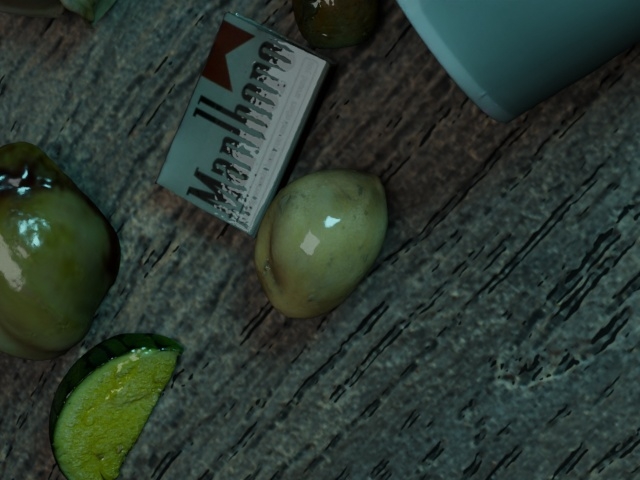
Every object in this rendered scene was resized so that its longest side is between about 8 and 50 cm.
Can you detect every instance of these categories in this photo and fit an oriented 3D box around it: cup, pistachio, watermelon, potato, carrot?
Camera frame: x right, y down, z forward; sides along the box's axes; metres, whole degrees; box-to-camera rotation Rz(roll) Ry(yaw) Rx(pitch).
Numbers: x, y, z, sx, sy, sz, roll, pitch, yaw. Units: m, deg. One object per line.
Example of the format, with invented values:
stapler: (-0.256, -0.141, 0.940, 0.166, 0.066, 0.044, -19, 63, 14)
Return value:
cup: (0.176, -0.305, 1.000, 0.274, 0.259, 0.357, -30, 54, 19)
pistachio: (-0.274, 0.011, 1.242, 0.130, 0.165, 0.210, 19, 121, 56)
watermelon: (-0.218, 0.155, 1.286, 0.092, 0.075, 0.181, 18, 108, -28)
potato: (0.000, 0.003, 1.152, 0.112, 0.112, 0.147, 35, 113, 13)
carrot: (0.008, -0.306, 1.091, 0.078, 0.078, 0.298, 7, 115, 19)

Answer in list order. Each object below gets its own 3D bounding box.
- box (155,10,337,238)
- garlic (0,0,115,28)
box: (-0.070, -0.105, 1.201, 0.115, 0.036, 0.177, 28, 105, 16)
garlic: (-0.278, -0.358, 1.204, 0.325, 0.132, 0.279, 39, 99, 7)
